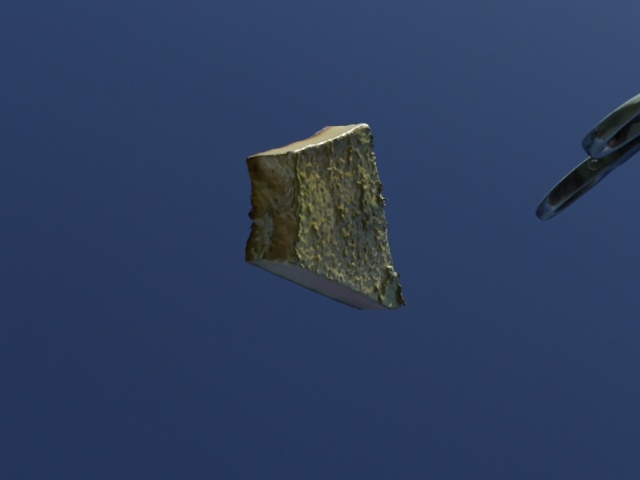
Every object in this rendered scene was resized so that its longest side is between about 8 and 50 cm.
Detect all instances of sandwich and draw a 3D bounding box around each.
[{"bbox_3d":[0.000,0.000,0.905,0.162,0.058,0.193,-27,-71,-45],"label":"sandwich"}]

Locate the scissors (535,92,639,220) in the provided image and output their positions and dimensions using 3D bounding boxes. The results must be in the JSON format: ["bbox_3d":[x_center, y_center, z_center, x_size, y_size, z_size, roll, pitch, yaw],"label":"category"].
[{"bbox_3d":[0.402,-0.163,1.031,0.383,0.256,0.029,-34,-105,-11],"label":"scissors"}]
